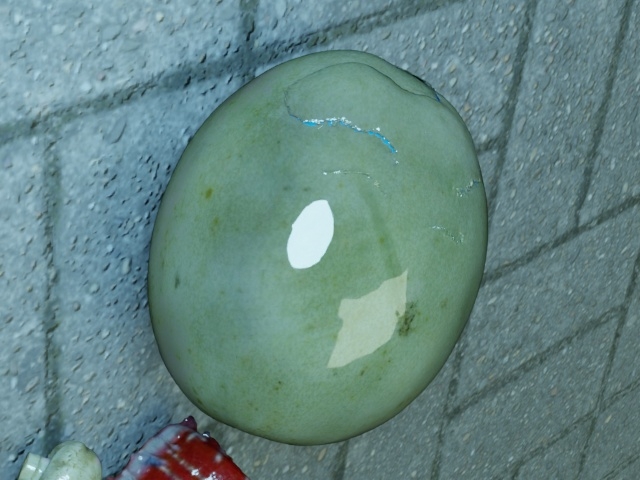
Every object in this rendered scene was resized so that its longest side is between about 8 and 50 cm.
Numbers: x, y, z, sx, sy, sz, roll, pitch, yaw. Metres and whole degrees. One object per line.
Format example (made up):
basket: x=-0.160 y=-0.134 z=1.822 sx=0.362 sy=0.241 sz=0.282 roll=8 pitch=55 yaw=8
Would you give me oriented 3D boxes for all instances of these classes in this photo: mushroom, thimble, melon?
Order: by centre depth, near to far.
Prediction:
melon: x=0.000 y=0.000 z=1.094 sx=0.268 sy=0.269 sz=0.330 roll=26 pitch=79 yaw=-56
mushroom: x=-0.226 y=0.209 z=1.149 sx=0.083 sy=0.067 sz=0.083 roll=-58 pitch=-168 yaw=20
thimble: x=-0.112 y=0.271 z=1.256 sx=0.125 sy=0.163 sz=0.189 roll=-43 pitch=143 yaw=-17
